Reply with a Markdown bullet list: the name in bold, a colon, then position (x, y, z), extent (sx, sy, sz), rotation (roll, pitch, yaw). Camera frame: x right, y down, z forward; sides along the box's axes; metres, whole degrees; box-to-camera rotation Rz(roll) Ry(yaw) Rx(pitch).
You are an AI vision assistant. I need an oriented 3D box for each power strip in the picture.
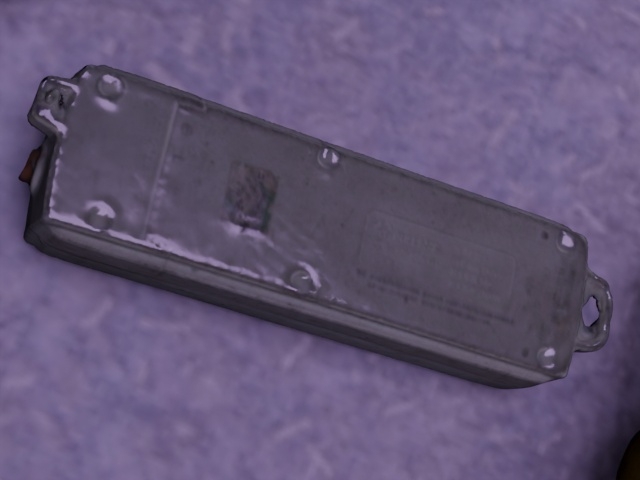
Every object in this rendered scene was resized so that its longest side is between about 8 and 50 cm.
- **power strip**: position (0.000, 0.000, 0.602), extent (0.272, 0.052, 0.078), rotation (18, 74, -19)

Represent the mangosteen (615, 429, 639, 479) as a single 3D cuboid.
- **mangosteen**: position (0.270, 0.132, 0.572), extent (0.307, 0.307, 0.347), rotation (-9, 52, -23)
